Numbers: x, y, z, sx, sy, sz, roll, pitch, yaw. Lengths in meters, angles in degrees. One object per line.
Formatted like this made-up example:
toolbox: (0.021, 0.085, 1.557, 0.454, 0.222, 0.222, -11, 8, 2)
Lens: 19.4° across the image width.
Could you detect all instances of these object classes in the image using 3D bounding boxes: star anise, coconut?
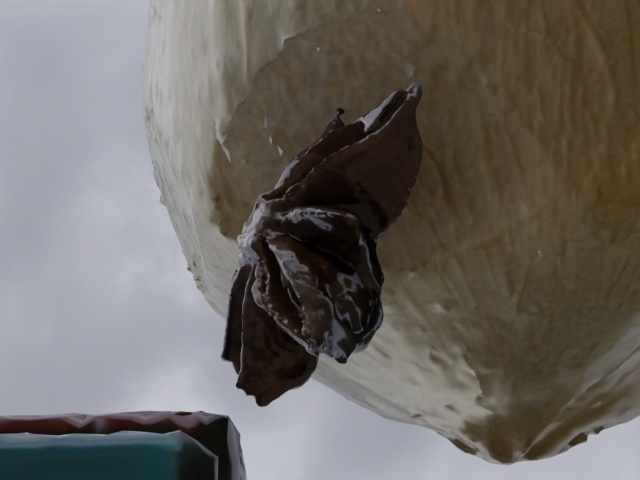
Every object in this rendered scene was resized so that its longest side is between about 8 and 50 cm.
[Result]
star anise: (-0.005, 0.006, 0.702, 0.056, 0.129, 0.124, 23, -113, -16)
coconut: (0.078, -0.078, 0.879, 0.346, 0.346, 0.360, 4, -94, -21)

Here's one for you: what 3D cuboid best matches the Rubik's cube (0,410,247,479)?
Rubik's cube: (-0.149, 0.219, 0.465, 0.284, 0.288, 0.293, -1, -32, 3)
